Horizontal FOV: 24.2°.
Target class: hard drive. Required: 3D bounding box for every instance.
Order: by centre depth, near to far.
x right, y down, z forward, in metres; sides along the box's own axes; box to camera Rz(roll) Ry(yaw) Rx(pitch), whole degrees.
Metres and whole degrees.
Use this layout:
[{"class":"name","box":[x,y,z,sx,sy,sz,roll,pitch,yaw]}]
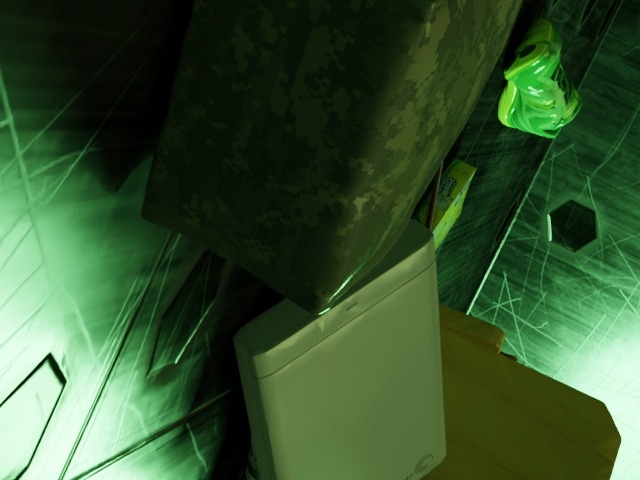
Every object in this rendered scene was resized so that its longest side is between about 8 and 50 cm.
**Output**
[{"class":"hard drive","box":[0.031,0.169,1.563,0.233,0.047,0.353,-33,140,-25]}]

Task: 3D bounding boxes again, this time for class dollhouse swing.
[{"class":"dollhouse swing","box":[0.164,0.315,1.978,0.315,0.305,0.346,-37,-155,57]}]

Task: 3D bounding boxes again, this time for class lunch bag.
[{"class":"lunch bag","box":[0.035,-0.135,0.966,0.287,0.169,0.235,-42,157,-50]}]

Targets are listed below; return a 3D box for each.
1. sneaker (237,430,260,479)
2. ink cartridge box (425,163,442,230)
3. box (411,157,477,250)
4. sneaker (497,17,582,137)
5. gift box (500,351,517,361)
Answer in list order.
[{"class":"sneaker","box":[-0.061,0.294,1.731,0.153,0.099,0.282,85,28,-77]},{"class":"ink cartridge box","box":[0.081,0.072,1.777,0.296,0.066,0.261,-73,173,-58]},{"class":"box","box":[0.174,-0.042,2.182,0.179,0.043,0.105,-51,164,-40]},{"class":"sneaker","box":[0.346,-0.244,2.282,0.109,0.124,0.295,-60,168,-13]},{"class":"gift box","box":[0.154,0.320,2.422,0.258,0.255,0.276,103,12,-47]}]
